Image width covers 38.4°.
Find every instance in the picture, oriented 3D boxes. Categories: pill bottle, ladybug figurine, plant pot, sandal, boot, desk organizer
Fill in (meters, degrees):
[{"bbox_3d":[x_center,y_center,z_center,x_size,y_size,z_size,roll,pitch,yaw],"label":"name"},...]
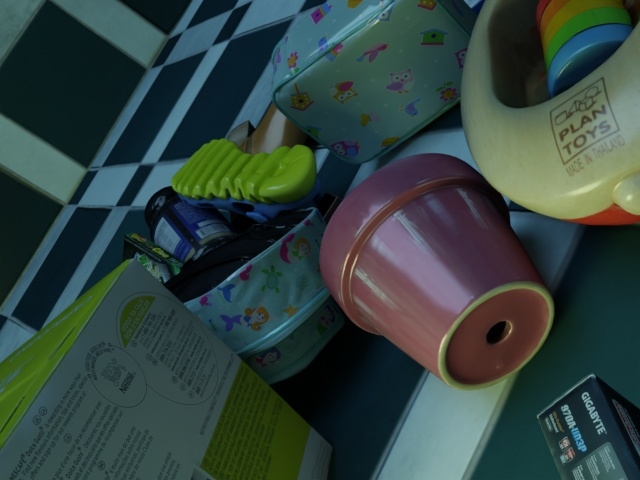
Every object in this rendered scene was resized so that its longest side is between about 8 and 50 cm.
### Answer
[{"bbox_3d":[-0.203,-0.001,1.500,0.123,0.123,0.219,-52,45,7],"label":"pill bottle"},{"bbox_3d":[0.285,-0.174,0.895,0.305,0.162,0.449,-34,33,37],"label":"ladybug figurine"},{"bbox_3d":[0.125,0.041,0.905,0.201,0.201,0.180,-50,42,11],"label":"plant pot"},{"bbox_3d":[-0.107,-0.070,1.408,0.317,0.138,0.126,15,59,46],"label":"sandal"},{"bbox_3d":[-0.059,-0.155,1.531,0.283,0.109,0.220,-30,42,23],"label":"boot"},{"bbox_3d":[0.000,0.000,1.302,0.130,0.050,0.047,-58,26,-4],"label":"desk organizer"}]

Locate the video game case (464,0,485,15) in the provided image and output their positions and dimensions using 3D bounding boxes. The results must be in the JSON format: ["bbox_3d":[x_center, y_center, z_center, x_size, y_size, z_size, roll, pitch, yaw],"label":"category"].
[{"bbox_3d":[0.201,-0.363,1.374,0.269,0.061,0.244,-38,32,31],"label":"video game case"}]

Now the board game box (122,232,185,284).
[{"bbox_3d":[-0.222,0.095,1.405,0.260,0.030,0.136,28,116,39],"label":"board game box"}]

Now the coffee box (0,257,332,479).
[{"bbox_3d":[-0.237,0.290,0.943,0.338,0.334,0.338,-37,17,26],"label":"coffee box"}]

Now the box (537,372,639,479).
[{"bbox_3d":[0.228,0.203,0.538,0.051,0.175,0.220,-44,27,21],"label":"box"}]

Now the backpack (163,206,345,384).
[{"bbox_3d":[-0.078,0.075,1.147,0.253,0.191,0.225,-35,4,40],"label":"backpack"}]

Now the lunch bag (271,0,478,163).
[{"bbox_3d":[0.081,-0.235,1.250,0.279,0.224,0.107,-32,45,29],"label":"lunch bag"}]
